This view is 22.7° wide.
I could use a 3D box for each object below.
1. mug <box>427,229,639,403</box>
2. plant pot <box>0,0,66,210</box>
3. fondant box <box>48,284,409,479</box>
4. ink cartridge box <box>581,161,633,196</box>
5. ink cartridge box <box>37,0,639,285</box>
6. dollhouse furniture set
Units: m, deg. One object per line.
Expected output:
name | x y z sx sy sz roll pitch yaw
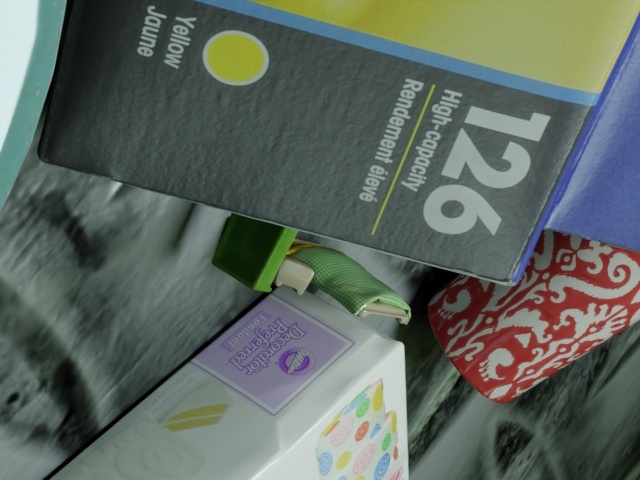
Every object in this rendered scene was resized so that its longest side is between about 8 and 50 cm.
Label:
mug | 0.167 0.020 1.099 0.169 0.113 0.150 -39 -163 21
plant pot | -0.199 -0.072 0.306 0.272 0.255 0.271 -28 126 -48
fondant box | -0.053 0.219 0.988 0.238 0.096 0.330 -40 145 -31
ink cartridge box | 0.159 -0.107 0.907 0.283 0.207 0.117 3 112 -57
ink cartridge box | 0.063 -0.121 0.642 0.072 0.307 0.303 -83 -170 -52
dollhouse furniture set | 0.000 0.000 0.894 0.152 0.076 0.058 13 106 -58
